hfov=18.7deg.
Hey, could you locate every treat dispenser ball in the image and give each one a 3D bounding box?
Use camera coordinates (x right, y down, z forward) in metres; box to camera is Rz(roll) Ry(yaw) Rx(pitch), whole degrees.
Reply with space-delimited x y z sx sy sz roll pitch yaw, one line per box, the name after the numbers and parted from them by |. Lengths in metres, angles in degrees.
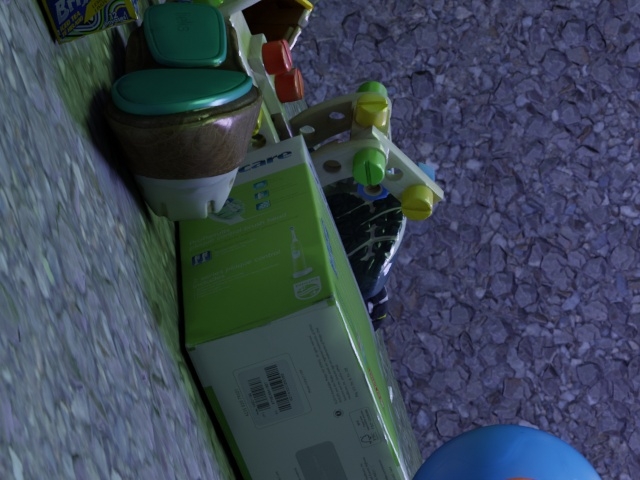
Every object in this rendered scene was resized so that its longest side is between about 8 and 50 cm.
0.248 0.388 2.579 0.288 0.288 0.288 -18 90 -86 | treat dispenser ball

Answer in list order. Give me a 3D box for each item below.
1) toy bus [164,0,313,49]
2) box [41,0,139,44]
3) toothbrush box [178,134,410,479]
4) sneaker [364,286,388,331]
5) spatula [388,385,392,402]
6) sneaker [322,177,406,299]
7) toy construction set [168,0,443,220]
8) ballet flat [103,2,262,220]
-0.100 -0.214 1.887 0.104 0.202 0.191 33 33 -29 | toy bus
-0.160 -0.191 1.363 0.169 0.059 0.054 -97 169 -69 | box
-0.024 0.076 1.556 0.283 0.122 0.206 -99 170 -61 | toothbrush box
0.000 0.000 2.328 0.121 0.111 0.300 -109 180 -55 | sneaker
0.064 0.270 2.004 0.168 0.019 0.242 42 52 -81 | spatula
0.044 0.002 2.001 0.283 0.110 0.122 -97 170 -64 | sneaker
-0.028 -0.150 1.734 0.151 0.215 0.328 -72 150 -58 | toy construction set
-0.106 -0.088 1.477 0.342 0.116 0.124 -108 -163 -70 | ballet flat
